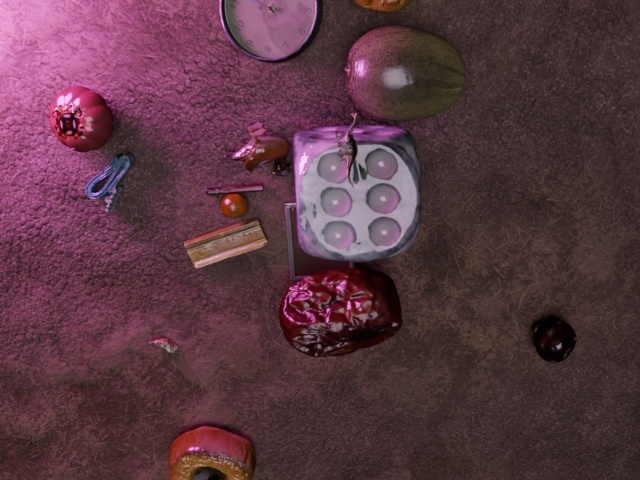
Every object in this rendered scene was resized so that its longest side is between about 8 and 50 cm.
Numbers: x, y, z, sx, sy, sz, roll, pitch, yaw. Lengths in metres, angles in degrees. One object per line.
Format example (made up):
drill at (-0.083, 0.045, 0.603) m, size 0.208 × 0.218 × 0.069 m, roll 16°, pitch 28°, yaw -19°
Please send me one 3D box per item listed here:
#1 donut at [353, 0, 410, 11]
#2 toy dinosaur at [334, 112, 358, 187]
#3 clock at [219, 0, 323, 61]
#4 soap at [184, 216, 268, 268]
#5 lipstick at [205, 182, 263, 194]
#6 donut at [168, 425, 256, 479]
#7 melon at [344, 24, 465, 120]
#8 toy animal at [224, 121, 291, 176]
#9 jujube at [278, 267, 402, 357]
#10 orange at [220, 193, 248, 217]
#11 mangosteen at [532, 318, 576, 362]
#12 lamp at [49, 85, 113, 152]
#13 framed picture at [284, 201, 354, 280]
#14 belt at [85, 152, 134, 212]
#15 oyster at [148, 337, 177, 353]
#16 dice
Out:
donut at (0.160, -0.712, 1.516) m, size 0.227 × 0.114 × 0.226 m, roll -1°, pitch 114°, yaw -2°
toy dinosaur at (0.061, -0.219, 1.413) m, size 0.058 × 0.037 × 0.180 m, roll 2°, pitch 100°, yaw 7°
clock at (-0.134, -0.611, 1.538) m, size 0.281 × 0.055 × 0.280 m, roll 4°, pitch 110°, yaw 11°
soap at (-0.297, 0.009, 1.842) m, size 0.252 × 0.037 × 0.092 m, roll -18°, pitch 114°, yaw 4°
lipstick at (-0.262, -0.154, 1.780) m, size 0.177 × 0.027 × 0.027 m, roll -5°, pitch 113°, yaw 0°
donut at (-0.398, 0.819, 2.126) m, size 0.317 × 0.150 × 0.299 m, roll -17°, pitch 110°, yaw 4°
melon at (0.226, -0.443, 1.567) m, size 0.329 × 0.248 × 0.248 m, roll 3°, pitch 113°, yaw -8°
toy animal at (-0.180, -0.247, 1.719) m, size 0.188 × 0.089 × 0.179 m, roll -19°, pitch 128°, yaw -1°
jujube at (0.063, 0.223, 1.825) m, size 0.377 × 0.276 × 0.276 m, roll -7°, pitch 114°, yaw 7°
orange at (-0.262, -0.104, 1.778) m, size 0.085 × 0.085 × 0.085 m, roll -1°, pitch 113°, yaw -3°
mangosteen at (0.792, 0.339, 1.996) m, size 0.152 × 0.152 × 0.152 m, roll -1°, pitch 113°, yaw -3°
lamp at (-0.661, -0.338, 1.627) m, size 0.182 × 0.140 × 0.182 m, roll 4°, pitch 108°, yaw 14°
framed picture at (0.000, 0.000, 1.866) m, size 0.216 × 0.016 × 0.273 m, roll -3°, pitch 113°, yaw -1°
belt at (-0.611, -0.179, 1.732) m, size 0.100 × 0.065 × 0.179 m, roll 43°, pitch 105°, yaw -8°
oyster at (-0.531, 0.351, 1.980) m, size 0.093 × 0.034 × 0.051 m, roll 32°, pitch 124°, yaw -27°
dice at (0.093, -0.140, 1.623) m, size 0.330 × 0.348 × 0.328 m, roll -4°, pitch 108°, yaw -3°
